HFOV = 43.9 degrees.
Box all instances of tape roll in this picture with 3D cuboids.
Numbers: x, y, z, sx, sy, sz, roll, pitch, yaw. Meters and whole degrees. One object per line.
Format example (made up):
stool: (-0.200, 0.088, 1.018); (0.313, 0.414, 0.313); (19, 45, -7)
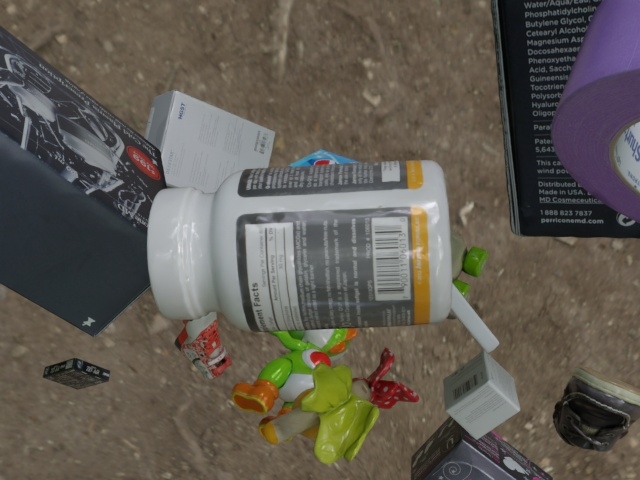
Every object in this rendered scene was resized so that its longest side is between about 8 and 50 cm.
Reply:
tape roll: (0.307, -0.077, 0.545); (0.274, 0.275, 0.090); (21, 77, 15)

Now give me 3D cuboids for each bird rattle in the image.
bird rattle: (0.020, 0.247, 1.233); (0.207, 0.253, 0.143); (-28, 87, 22)

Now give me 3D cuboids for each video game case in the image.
video game case: (0.140, 0.027, 1.081); (0.026, 0.227, 0.206); (-39, 30, 5)

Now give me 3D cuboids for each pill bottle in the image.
pill bottle: (-0.016, 0.007, 0.779); (0.278, 0.162, 0.162); (-3, 68, 6)

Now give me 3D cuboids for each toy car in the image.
toy car: (0.205, 0.081, 1.439); (0.155, 0.188, 0.149); (23, 62, 22)

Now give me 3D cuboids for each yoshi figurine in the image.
yoshi figurine: (-0.057, 0.269, 1.789); (0.203, 0.204, 0.362); (29, 51, 14)

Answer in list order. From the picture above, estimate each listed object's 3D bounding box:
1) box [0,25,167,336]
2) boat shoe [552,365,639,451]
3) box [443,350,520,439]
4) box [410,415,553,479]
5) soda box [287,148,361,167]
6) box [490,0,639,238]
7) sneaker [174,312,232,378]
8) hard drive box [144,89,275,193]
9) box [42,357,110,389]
box: (-0.389, -0.093, 1.096); (0.179, 0.343, 0.312); (-41, 36, 14)
boat shoe: (0.356, 0.229, 1.033); (0.102, 0.285, 0.092); (25, 81, 16)
box: (0.283, 0.272, 1.401); (0.087, 0.102, 0.101); (43, 112, -13)
box: (0.318, 0.481, 1.550); (0.247, 0.142, 0.163); (38, 106, -3)
soda box: (0.000, 0.000, 0.986); (0.067, 0.210, 0.071); (23, 35, 27)
box: (0.418, -0.315, 1.038); (0.297, 0.472, 0.480); (0, 29, 27)
sneaker: (-0.262, 0.241, 1.898); (0.145, 0.270, 0.090); (46, 57, 8)
hard drive box: (-0.218, -0.159, 1.522); (0.089, 0.232, 0.181); (-4, 72, 51)
box: (-0.377, 0.207, 1.226); (0.083, 0.067, 0.018); (-20, 53, 37)
